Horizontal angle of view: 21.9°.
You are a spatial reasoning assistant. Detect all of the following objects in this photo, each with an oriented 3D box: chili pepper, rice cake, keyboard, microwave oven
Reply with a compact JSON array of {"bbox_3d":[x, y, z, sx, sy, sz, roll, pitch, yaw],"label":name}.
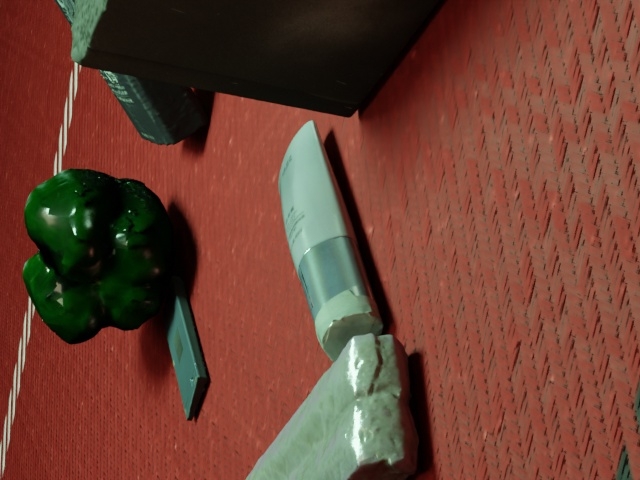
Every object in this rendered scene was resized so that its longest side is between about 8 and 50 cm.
[{"bbox_3d":[-0.241,0.003,1.774,0.261,0.165,0.173,-128,29,-71],"label":"chili pepper"},{"bbox_3d":[-0.007,0.180,1.221,0.298,0.050,0.106,124,149,-50],"label":"rice cake"},{"bbox_3d":[-0.138,0.105,1.663,0.176,0.014,0.055,-112,36,-55],"label":"keyboard"},{"bbox_3d":[-0.027,-0.372,1.253,0.374,0.236,0.432,130,144,-53],"label":"microwave oven"}]

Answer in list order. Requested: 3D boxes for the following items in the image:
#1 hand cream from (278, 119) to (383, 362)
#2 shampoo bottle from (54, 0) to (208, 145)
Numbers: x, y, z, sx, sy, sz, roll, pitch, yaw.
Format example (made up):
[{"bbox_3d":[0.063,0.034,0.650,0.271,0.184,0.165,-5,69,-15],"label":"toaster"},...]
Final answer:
[{"bbox_3d":[0.000,0.000,1.293,0.255,0.048,0.079,-105,36,-54],"label":"hand cream"},{"bbox_3d":[-0.225,-0.242,1.700,0.309,0.071,0.098,60,167,-22],"label":"shampoo bottle"}]
